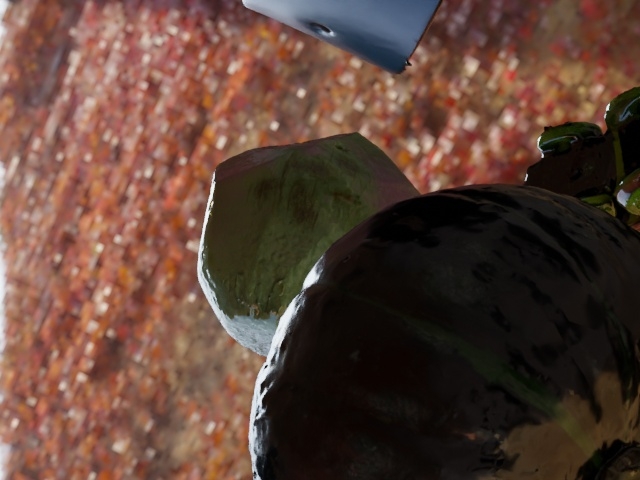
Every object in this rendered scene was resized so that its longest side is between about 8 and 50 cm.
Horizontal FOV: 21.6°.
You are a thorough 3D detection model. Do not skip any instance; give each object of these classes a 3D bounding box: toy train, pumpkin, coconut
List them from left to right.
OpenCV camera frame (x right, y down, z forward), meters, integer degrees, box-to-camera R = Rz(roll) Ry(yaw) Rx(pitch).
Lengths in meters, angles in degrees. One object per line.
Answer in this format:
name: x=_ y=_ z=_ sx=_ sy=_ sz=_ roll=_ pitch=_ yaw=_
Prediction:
coconut: x=0.000 y=0.000 z=1.579 sx=0.236 sy=0.236 sz=0.204 roll=53 pitch=180 yaw=32
pumpkin: x=0.109 y=0.110 z=1.026 sx=0.238 sy=0.315 sz=0.315 roll=26 pitch=-155 yaw=39
toy train: x=0.300 y=-0.071 z=1.351 sx=0.160 sy=0.296 sz=0.101 roll=13 pitch=-117 yaw=-42

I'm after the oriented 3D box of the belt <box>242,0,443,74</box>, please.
belt: x=0.061 y=-0.290 z=1.272 sx=0.173 sy=0.300 sz=0.436 roll=26 pitch=174 yaw=2
